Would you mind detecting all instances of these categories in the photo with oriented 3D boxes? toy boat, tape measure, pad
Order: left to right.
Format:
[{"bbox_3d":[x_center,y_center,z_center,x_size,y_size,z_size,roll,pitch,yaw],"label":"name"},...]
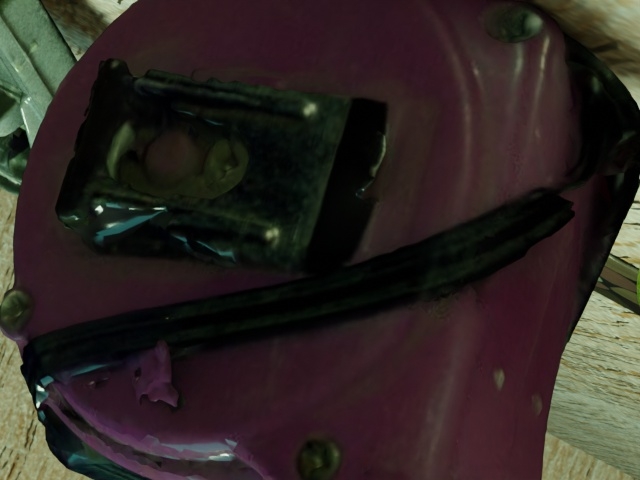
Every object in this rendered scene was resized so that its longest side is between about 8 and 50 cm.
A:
[{"bbox_3d":[-0.199,-0.078,1.194,0.141,0.092,0.319,27,157,35],"label":"toy boat"},{"bbox_3d":[0.000,0.000,0.712,0.245,0.231,0.149,3,163,30],"label":"tape measure"},{"bbox_3d":[0.154,0.006,1.179,0.235,0.003,0.158,28,174,-9],"label":"pad"}]

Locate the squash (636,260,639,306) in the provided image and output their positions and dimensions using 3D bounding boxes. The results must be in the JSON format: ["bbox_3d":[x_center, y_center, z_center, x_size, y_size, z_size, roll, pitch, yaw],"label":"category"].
[{"bbox_3d":[0.244,0.053,0.891,0.201,0.066,0.066,25,175,-10],"label":"squash"}]
